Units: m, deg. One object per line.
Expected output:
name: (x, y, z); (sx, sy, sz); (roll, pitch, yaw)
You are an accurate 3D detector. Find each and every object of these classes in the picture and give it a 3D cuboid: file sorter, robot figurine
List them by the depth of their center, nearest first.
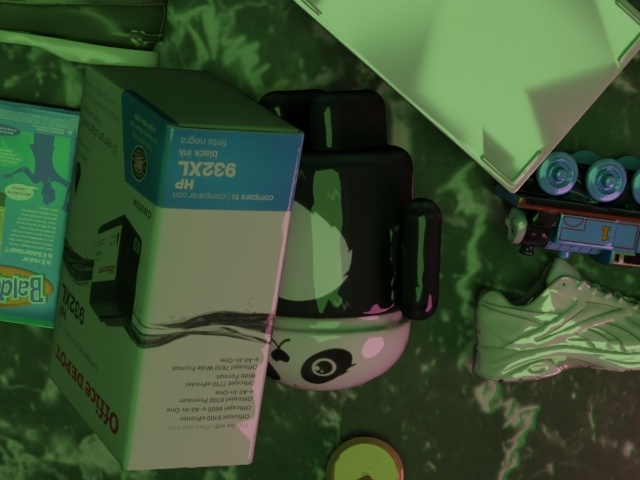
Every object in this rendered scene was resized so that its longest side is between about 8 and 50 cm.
file sorter: (0.122, -0.212, 1.547); (0.277, 0.173, 0.193); (41, 92, -8)
robot figurine: (0.000, 0.000, 1.565); (0.173, 0.209, 0.278); (-2, 97, -16)

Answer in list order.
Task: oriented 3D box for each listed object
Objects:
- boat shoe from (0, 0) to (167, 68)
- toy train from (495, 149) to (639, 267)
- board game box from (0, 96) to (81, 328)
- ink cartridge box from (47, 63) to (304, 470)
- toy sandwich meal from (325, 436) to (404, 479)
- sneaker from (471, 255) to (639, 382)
boat shoe: (-0.292, -0.224, 1.557); (0.305, 0.109, 0.091); (10, 96, -11)
toy train: (0.255, -0.031, 1.616); (0.184, 0.080, 0.105); (6, 99, -17)
board game box: (-0.308, -0.031, 1.608); (0.160, 0.047, 0.210); (9, 96, -5)
ink cartridge box: (-0.136, 0.020, 1.498); (0.129, 0.223, 0.307); (0, 108, -28)
toy sandwich meal: (0.045, 0.233, 1.674); (0.085, 0.029, 0.086); (0, 94, 0)
sneaker: (0.258, 0.070, 1.636); (0.232, 0.090, 0.115); (-7, 94, -3)
